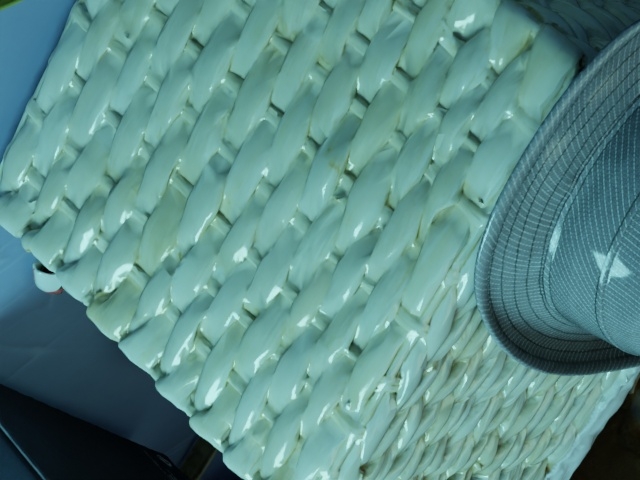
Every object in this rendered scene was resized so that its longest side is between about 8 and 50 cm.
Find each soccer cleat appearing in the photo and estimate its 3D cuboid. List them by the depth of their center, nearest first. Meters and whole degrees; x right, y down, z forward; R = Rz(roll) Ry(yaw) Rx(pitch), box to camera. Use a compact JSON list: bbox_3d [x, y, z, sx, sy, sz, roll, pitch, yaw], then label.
[{"bbox_3d":[-0.149,0.002,1.247,0.083,0.029,0.035,-37,157,-9],"label":"soccer cleat"}]

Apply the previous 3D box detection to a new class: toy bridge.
[{"bbox_3d":[-0.124,0.192,1.547,0.188,0.026,0.063,-46,156,-4],"label":"toy bridge"}]

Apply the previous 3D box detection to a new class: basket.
[{"bbox_3d":[0.043,-0.061,1.113,0.266,0.328,0.331,-3,130,-52],"label":"basket"}]

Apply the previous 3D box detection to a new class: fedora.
[{"bbox_3d":[0.218,0.000,0.966,0.275,0.124,0.244,9,118,-52],"label":"fedora"}]

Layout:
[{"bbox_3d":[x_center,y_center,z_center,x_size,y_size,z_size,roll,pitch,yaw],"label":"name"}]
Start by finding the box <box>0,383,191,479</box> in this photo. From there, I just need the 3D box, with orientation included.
[{"bbox_3d":[-0.223,0.270,1.320,0.296,0.183,0.294,-48,150,3],"label":"box"}]

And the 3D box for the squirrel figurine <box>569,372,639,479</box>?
[{"bbox_3d":[0.305,0.154,1.891,0.281,0.397,0.370,-2,110,-5],"label":"squirrel figurine"}]

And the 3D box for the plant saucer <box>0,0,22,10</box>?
[{"bbox_3d":[-0.156,-0.211,0.932,0.241,0.037,0.241,-36,152,-23],"label":"plant saucer"}]
